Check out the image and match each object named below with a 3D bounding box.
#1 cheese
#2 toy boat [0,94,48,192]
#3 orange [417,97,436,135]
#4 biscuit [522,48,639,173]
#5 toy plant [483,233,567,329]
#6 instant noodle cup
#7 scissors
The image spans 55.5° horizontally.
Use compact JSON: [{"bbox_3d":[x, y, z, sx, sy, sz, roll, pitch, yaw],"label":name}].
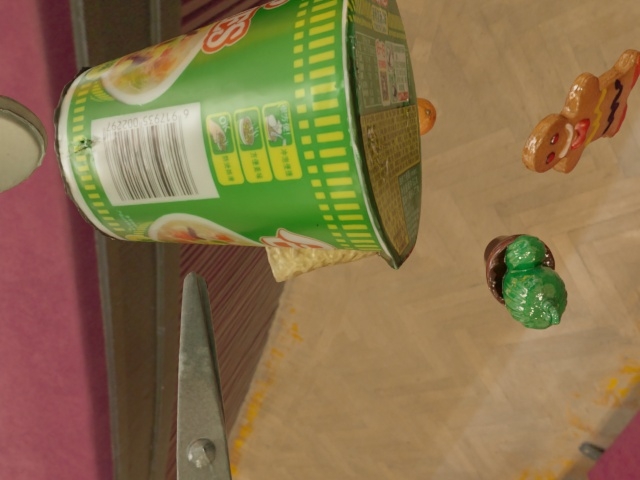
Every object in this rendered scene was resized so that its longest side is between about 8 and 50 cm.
[{"bbox_3d":[0.000,0.000,0.934,0.167,0.123,0.093,-18,112,-1],"label":"cheese"},{"bbox_3d":[-0.428,-0.114,0.703,0.079,0.208,0.134,39,132,40],"label":"toy boat"},{"bbox_3d":[0.214,-0.270,1.329,0.084,0.083,0.083,12,129,15],"label":"orange"},{"bbox_3d":[0.387,-0.171,0.890,0.036,0.250,0.165,38,147,37],"label":"biscuit"},{"bbox_3d":[0.306,0.052,0.900,0.105,0.200,0.142,-13,109,-3],"label":"toy plant"},{"bbox_3d":[-0.057,-0.074,0.453,0.233,0.207,0.207,-5,123,19],"label":"instant noodle cup"},{"bbox_3d":[-0.099,0.225,0.521,0.193,0.446,0.029,-6,151,-6],"label":"scissors"}]
